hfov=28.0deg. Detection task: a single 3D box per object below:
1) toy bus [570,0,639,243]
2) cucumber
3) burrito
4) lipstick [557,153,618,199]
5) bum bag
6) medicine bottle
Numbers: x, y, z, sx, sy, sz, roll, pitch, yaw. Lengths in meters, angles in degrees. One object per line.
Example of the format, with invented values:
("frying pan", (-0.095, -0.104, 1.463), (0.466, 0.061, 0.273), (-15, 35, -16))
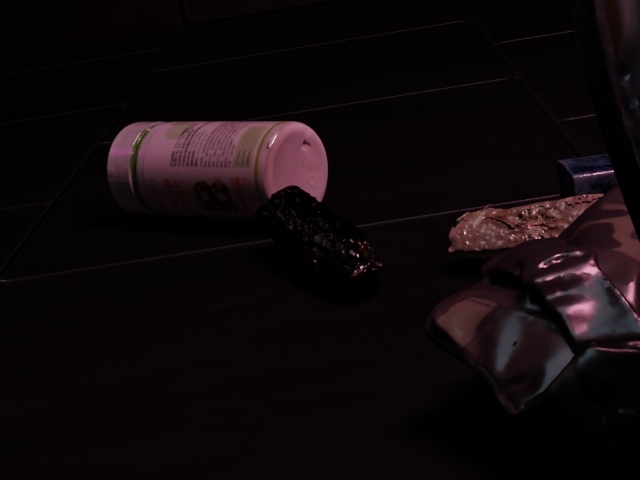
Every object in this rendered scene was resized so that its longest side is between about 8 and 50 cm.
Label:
("toy bus", (0.347, -0.083, 0.480), (0.440, 0.209, 0.249), (-5, -25, -17))
("cucumber", (0.000, 0.000, 0.923), (0.053, 0.053, 0.181), (-15, 20, -16))
("burrito", (0.170, -0.007, 0.853), (0.171, 0.042, 0.051), (-6, 46, 28))
("lipstick", (0.327, -0.049, 0.902), (0.312, 0.051, 0.051), (-8, 15, -1))
("bum bag", (0.186, 0.013, 0.700), (0.144, 0.095, 0.340), (15, 34, 35))
("medicine bottle", (-0.089, -0.060, 1.099), (0.183, 0.086, 0.086), (3, 21, 37))
